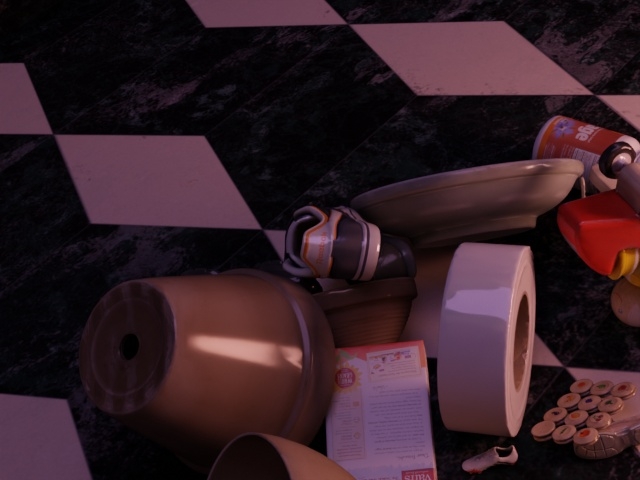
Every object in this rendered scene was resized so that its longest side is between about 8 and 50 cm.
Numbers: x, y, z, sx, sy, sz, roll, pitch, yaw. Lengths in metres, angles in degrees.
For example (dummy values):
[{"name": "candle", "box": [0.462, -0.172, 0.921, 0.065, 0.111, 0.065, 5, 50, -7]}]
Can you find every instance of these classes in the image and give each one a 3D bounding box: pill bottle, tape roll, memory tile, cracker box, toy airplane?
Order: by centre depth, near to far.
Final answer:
[{"name": "tape roll", "box": [0.250, 0.143, 1.619, 0.100, 0.286, 0.286, 3, 43, 19]}, {"name": "cracker box", "box": [0.088, 0.272, 1.626, 0.155, 0.067, 0.232, -6, 62, 8]}, {"name": "memory tile", "box": [0.390, 0.253, 1.627, 0.113, 0.012, 0.148, -2, 30, 50]}, {"name": "toy airplane", "box": [0.563, 0.019, 1.733, 0.384, 0.272, 0.386, 29, 25, 11]}, {"name": "pill bottle", "box": [0.508, -0.145, 2.005, 0.216, 0.121, 0.121, 23, 52, 34]}]

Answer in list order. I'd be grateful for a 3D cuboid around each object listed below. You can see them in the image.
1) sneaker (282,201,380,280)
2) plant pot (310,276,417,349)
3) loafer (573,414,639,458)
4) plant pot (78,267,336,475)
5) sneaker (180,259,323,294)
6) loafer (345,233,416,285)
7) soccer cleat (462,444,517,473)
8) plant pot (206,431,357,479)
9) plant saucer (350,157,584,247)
[{"name": "sneaker", "box": [0.000, 0.000, 1.770, 0.127, 0.126, 0.321, 8, -1, -11]}, {"name": "plant pot", "box": [0.049, 0.140, 1.774, 0.237, 0.237, 0.110, -13, 81, 0]}, {"name": "loafer", "box": [0.427, 0.285, 1.600, 0.125, 0.045, 0.039, -15, 21, 1]}, {"name": "plant pot", "box": [-0.183, 0.175, 1.596, 0.323, 0.280, 0.323, -12, 68, 33]}, {"name": "sneaker", "box": [-0.129, 0.116, 1.899, 0.286, 0.109, 0.130, -9, 48, 25]}, {"name": "loafer", "box": [0.068, 0.030, 1.886, 0.087, 0.094, 0.251, -21, 12, -23]}, {"name": "soccer cleat", "box": [0.248, 0.319, 1.609, 0.083, 0.035, 0.029, -10, 41, 3]}, {"name": "plant pot", "box": [-0.021, 0.402, 1.444, 0.191, 0.284, 0.284, 11, 30, -31]}, {"name": "plant saucer", "box": [0.255, -0.052, 1.872, 0.400, 0.400, 0.100, -10, 85, 4]}]
